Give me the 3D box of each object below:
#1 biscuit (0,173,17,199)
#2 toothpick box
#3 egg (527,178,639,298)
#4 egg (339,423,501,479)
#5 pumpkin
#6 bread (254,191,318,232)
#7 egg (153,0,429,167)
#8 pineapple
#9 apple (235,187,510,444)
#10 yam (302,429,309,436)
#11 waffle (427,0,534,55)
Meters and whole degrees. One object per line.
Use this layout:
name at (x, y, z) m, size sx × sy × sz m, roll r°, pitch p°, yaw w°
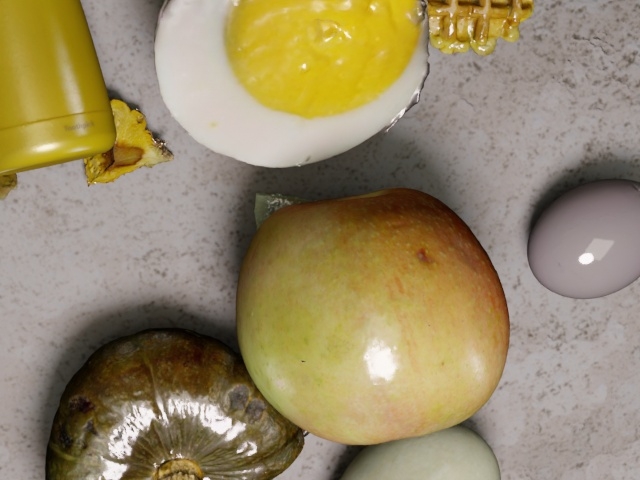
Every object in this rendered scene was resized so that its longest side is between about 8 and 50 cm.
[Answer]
biscuit at (-0.545, -0.040, 1.380) m, size 0.329 × 0.078 × 0.335 m, roll 23°, pitch 82°, yaw -14°
toothpick box at (-0.345, -0.219, 1.359) m, size 0.175 × 0.175 × 0.271 m, roll -13°, pitch 94°, yaw -8°
egg at (0.364, -0.003, 1.553) m, size 0.198 × 0.146 × 0.146 m, roll -24°, pitch 105°, yaw -12°
egg at (0.121, 0.341, 1.553) m, size 0.253 × 0.186 × 0.187 m, roll -32°, pitch 105°, yaw -7°
pumpkin at (-0.202, 0.232, 1.445) m, size 0.325 × 0.242 × 0.232 m, roll -30°, pitch 113°, yaw -8°
bread at (0.003, 0.004, 1.543) m, size 0.193 × 0.036 × 0.112 m, roll 8°, pitch 100°, yaw -12°
egg at (-0.045, -0.258, 1.397) m, size 0.337 × 0.201 × 0.337 m, roll -9°, pitch 128°, yaw -12°
pineapple at (-0.230, -0.113, 1.460) m, size 0.114 × 0.077 × 0.114 m, roll 5°, pitch 105°, yaw -25°
apple at (0.056, 0.076, 1.395) m, size 0.319 × 0.319 × 0.277 m, roll -16°, pitch 105°, yaw -7°
yam at (0.008, 0.225, 1.598) m, size 0.014 × 0.014 × 0.107 m, roll 42°, pitch 91°, yaw -15°
waffle at (0.176, -0.383, 1.489) m, size 0.300 × 0.058 × 0.282 m, roll 23°, pitch 96°, yaw -14°
